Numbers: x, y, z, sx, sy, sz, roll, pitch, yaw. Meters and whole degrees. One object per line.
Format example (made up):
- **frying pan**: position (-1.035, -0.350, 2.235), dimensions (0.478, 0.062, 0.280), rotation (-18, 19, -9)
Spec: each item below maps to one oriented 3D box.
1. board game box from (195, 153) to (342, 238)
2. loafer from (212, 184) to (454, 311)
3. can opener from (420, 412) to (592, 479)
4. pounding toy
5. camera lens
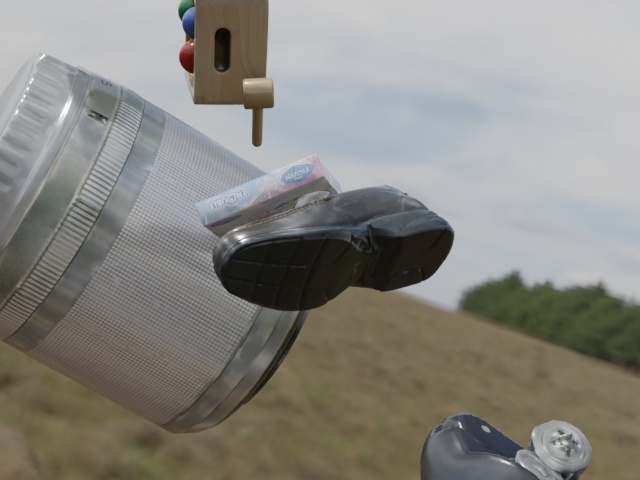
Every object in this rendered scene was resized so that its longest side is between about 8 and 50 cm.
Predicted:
- **board game box**: position (-0.033, -0.026, 1.135), dimensions (0.090, 0.020, 0.090), rotation (-22, -13, 6)
- **loafer**: position (0.000, 0.000, 0.967), dimensions (0.170, 0.062, 0.061), rotation (-4, 41, -42)
- **can opener**: position (0.104, 0.119, 0.514), dimensions (0.186, 0.073, 0.059), rotation (31, 28, 12)
- **pounding toy**: position (-0.109, -0.193, 1.829), dimensions (0.094, 0.181, 0.206), rotation (-1, 21, -10)
- **camera lens**: position (-0.153, 0.007, 1.272), dimensions (0.274, 0.219, 0.219), rotation (31, -5, -17)
